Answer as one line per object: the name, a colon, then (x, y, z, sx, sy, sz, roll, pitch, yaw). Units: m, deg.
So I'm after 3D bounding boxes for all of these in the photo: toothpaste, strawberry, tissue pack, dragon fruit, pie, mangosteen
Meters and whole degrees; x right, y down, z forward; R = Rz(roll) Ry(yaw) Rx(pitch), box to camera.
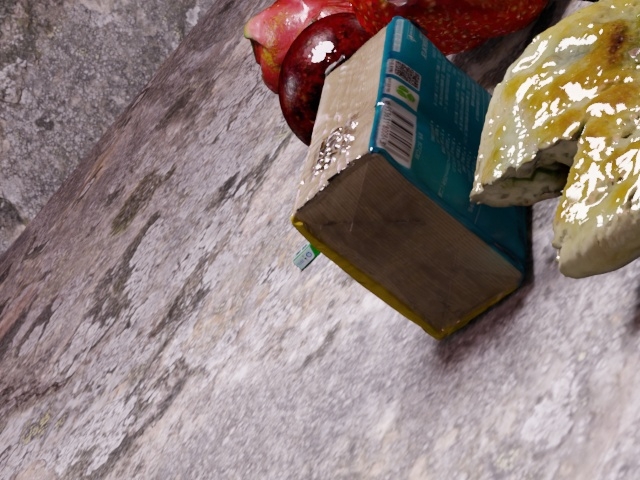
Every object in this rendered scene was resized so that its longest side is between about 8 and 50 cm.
toothpaste: (0.000, 0.000, 1.756, 0.083, 0.017, 0.020, -44, 19, 21)
strawberry: (0.125, -0.319, 1.654, 0.250, 0.239, 0.288, -23, 11, 35)
tissue pack: (0.086, -0.061, 1.361, 0.134, 0.192, 0.271, -40, 19, 29)
dragon fruit: (0.008, -0.279, 2.091, 0.200, 0.198, 0.269, -12, -3, 9)
pie: (0.257, -0.111, 1.150, 0.337, 0.075, 0.337, -32, 30, 21)
mangosteen: (0.041, -0.178, 1.791, 0.200, 0.200, 0.200, -45, 18, 19)

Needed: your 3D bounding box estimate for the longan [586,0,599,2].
longan: (0.267, -0.373, 1.369, 0.319, 0.319, 0.319, -45, 18, 19)
